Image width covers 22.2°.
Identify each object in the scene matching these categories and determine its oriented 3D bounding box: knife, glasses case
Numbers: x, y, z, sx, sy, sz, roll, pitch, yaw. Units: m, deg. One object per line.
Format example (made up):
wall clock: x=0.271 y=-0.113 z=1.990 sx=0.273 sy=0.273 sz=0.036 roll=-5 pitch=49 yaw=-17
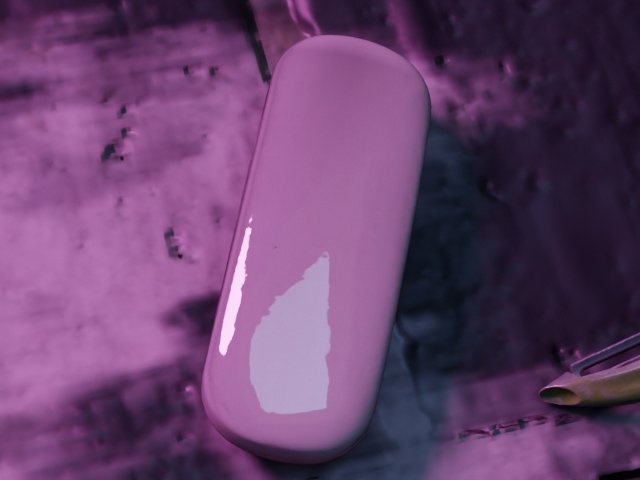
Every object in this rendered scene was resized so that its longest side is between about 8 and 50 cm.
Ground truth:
knife: x=0.165 y=0.029 z=0.615 sx=0.184 sy=0.022 sz=0.026 roll=-21 pitch=47 yaw=-17
glasses case: x=0.000 y=0.000 z=0.585 sx=0.063 sy=0.041 sz=0.164 roll=14 pitch=65 yaw=-6
